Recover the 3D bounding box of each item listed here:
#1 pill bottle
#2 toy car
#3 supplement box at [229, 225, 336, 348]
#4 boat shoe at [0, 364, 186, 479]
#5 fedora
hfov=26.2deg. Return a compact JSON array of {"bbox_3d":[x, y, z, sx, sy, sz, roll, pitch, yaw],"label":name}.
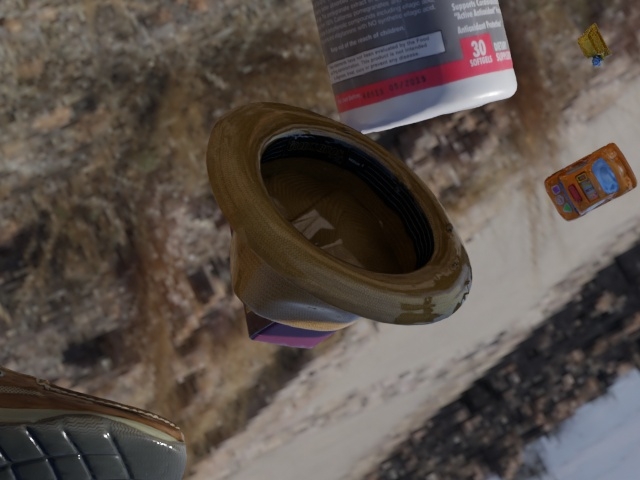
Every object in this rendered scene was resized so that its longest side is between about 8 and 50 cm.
[{"bbox_3d":[0.070,-0.272,1.317,0.176,0.319,0.176,-14,-176,1],"label":"pill bottle"},{"bbox_3d":[0.159,-0.071,0.869,0.060,0.122,0.040,-10,-170,27],"label":"toy car"},{"bbox_3d":[-0.024,-0.002,1.341,0.080,0.188,0.104,12,145,-39],"label":"supplement box"},{"bbox_3d":[-0.254,0.127,0.971,0.324,0.120,0.123,10,124,-27],"label":"boat shoe"},{"bbox_3d":[0.000,0.000,0.830,0.194,0.194,0.079,-6,141,-50],"label":"fedora"}]
